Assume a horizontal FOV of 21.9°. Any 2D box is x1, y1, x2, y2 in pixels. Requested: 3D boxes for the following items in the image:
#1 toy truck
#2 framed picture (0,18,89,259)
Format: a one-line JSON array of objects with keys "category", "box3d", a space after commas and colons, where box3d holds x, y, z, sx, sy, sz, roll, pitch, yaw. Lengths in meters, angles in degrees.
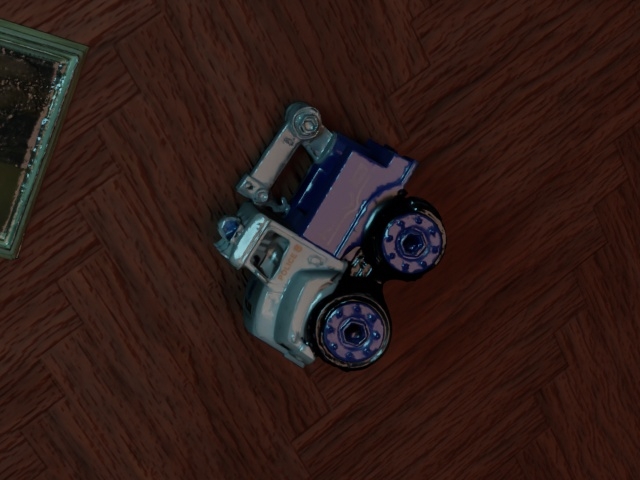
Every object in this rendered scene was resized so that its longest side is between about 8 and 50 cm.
[{"category": "toy truck", "box3d": [0.000, 0.000, 1.476, 0.177, 0.161, 0.213, 31, 93, -16]}, {"category": "framed picture", "box3d": [-0.323, -0.097, 1.315, 0.252, 0.014, 0.197, 14, 102, -34]}]
